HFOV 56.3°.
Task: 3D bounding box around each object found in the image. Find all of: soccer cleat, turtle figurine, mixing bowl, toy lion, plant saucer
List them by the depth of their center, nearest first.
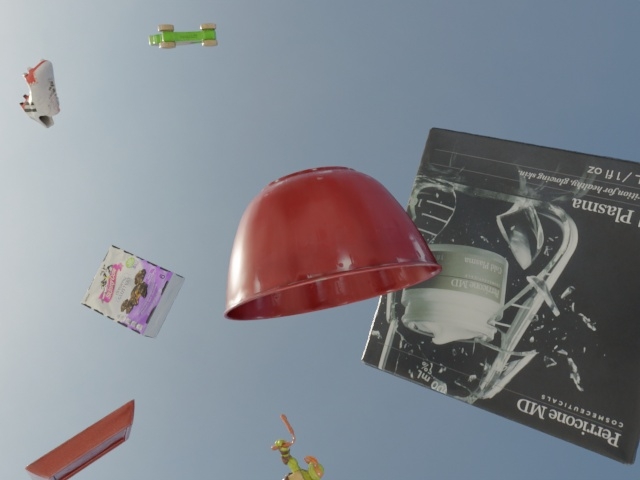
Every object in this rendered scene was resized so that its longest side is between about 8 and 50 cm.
[{"bbox_3d":[0.000,0.000,0.500,0.181,0.181,0.098,-19,-104,22],"label":"mixing bowl"},{"bbox_3d":[-0.254,-0.134,0.551,0.035,0.029,0.083,44,-39,-8],"label":"soccer cleat"},{"bbox_3d":[-0.211,-0.309,0.916,0.100,0.096,0.034,-7,-76,-14],"label":"toy lion"},{"bbox_3d":[-0.074,0.551,1.343,0.217,0.087,0.270,-37,-115,2],"label":"turtle figurine"},{"bbox_3d":[-0.553,0.495,1.418,0.048,0.258,0.259,52,-32,12],"label":"plant saucer"}]

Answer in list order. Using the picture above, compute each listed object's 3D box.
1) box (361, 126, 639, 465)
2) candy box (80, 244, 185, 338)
[{"bbox_3d":[0.397,0.083,1.136,0.479,0.297,0.472,16,-91,27],"label":"box"},{"bbox_3d":[-0.459,0.124,1.462,0.196,0.070,0.165,21,-99,19],"label":"candy box"}]
